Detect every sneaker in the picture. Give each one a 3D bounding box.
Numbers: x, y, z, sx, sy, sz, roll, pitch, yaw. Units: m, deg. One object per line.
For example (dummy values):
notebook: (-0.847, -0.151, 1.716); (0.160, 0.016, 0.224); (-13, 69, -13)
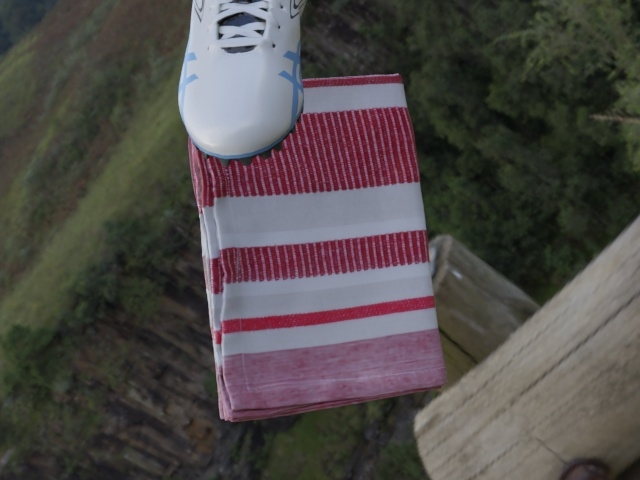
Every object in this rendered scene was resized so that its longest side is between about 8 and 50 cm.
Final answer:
sneaker: (-0.048, -0.151, 0.530); (0.086, 0.085, 0.237); (76, -165, -56)

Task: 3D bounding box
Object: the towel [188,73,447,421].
towel: (0.000, 0.000, 0.821); (0.037, 0.237, 0.328); (165, 98, -70)
